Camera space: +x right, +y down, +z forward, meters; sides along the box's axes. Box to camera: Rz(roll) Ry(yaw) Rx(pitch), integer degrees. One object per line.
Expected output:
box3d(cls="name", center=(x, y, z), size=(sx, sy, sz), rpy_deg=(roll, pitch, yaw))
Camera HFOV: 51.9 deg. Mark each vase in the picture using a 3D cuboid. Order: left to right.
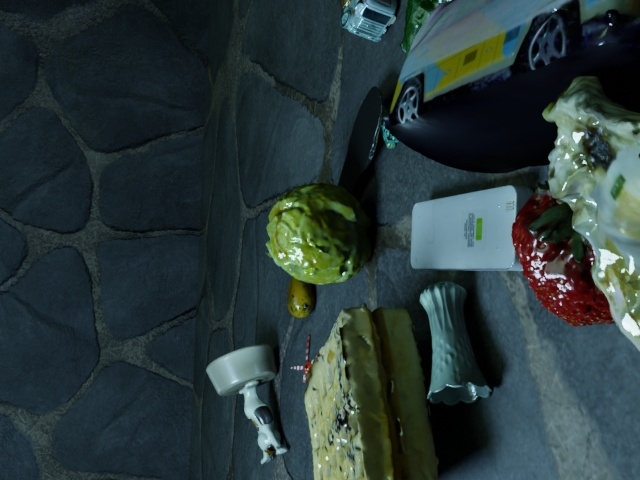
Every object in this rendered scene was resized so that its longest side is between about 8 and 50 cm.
box3d(cls="vase", center=(0.167, 0.129, 0.846), size=(0.081, 0.081, 0.148), rpy_deg=(123, 149, -53))

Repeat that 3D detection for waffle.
box3d(cls="waffle", center=(0.057, 0.282, 0.973), size=(0.376, 0.114, 0.260), rpy_deg=(108, 160, -59))

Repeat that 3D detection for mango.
box3d(cls="mango", center=(-0.045, 0.120, 1.452), size=(0.114, 0.057, 0.078), rpy_deg=(-98, 18, -50))

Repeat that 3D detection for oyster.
box3d(cls="oyster", center=(0.272, 0.021, 0.429), size=(0.354, 0.107, 0.201), rpy_deg=(63, 170, 17))

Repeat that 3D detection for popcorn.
box3d(cls="popcorn", center=(0.000, 0.000, 1.188), size=(0.212, 0.198, 0.197), rpy_deg=(56, -155, -62))

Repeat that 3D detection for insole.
box3d(cls="insole", center=(0.063, -0.138, 1.221), size=(0.348, 0.009, 0.119), rpy_deg=(107, 159, -46))

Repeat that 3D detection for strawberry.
box3d(cls="strawberry", center=(0.250, 0.014, 0.609), size=(0.131, 0.148, 0.131), rpy_deg=(-23, 42, 23))

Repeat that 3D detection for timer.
box3d(cls="timer", center=(-0.159, 0.408, 1.619), size=(0.265, 0.175, 0.175), rpy_deg=(68, 151, 19))

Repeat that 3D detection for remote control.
box3d(cls="remote control", center=(0.189, -0.010, 0.865), size=(0.250, 0.034, 0.103), rpy_deg=(171, 102, -70))

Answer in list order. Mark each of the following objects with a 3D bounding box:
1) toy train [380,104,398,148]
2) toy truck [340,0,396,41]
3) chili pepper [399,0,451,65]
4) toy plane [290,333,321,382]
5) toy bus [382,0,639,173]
box3d(cls="toy train", center=(0.111, -0.194, 1.120), size=(0.045, 0.029, 0.092), rpy_deg=(104, 158, -45))
box3d(cls="toy truck", center=(0.088, -0.449, 1.159), size=(0.115, 0.080, 0.177), rpy_deg=(-45, 43, 47))
box3d(cls="chili pepper", center=(0.175, -0.359, 0.882), size=(0.136, 0.099, 0.270), rpy_deg=(-72, -4, -51))
box3d(cls="toy plane", center=(0.019, 0.210, 1.240), size=(0.126, 0.077, 0.194), rpy_deg=(51, 126, 57))
box3d(cls="toy bus", center=(0.219, -0.179, 0.643), size=(0.386, 0.171, 0.162), rpy_deg=(-3, 66, 68))
